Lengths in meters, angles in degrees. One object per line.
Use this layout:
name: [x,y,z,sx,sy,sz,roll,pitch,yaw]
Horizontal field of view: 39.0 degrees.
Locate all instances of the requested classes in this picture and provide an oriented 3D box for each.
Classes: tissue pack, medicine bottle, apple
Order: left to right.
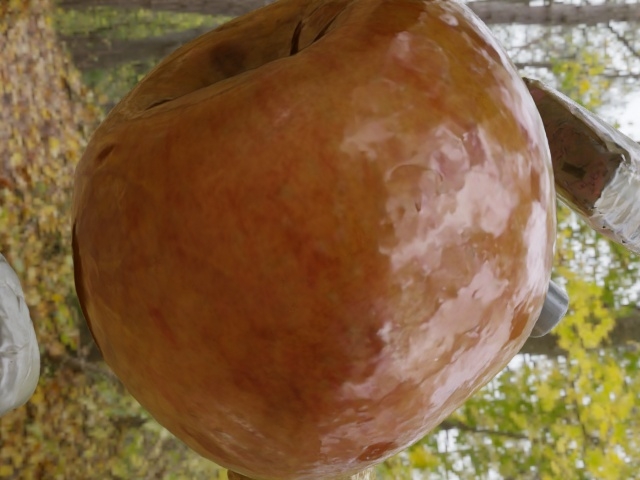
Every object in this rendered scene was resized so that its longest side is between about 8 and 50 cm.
apple: [0.000,0.000,0.560,0.275,0.299,0.299,62,1,-19]
medicine bottle: [0.270,0.066,1.244,0.080,0.130,0.080,-49,-170,12]
tissue pack: [0.365,-0.096,1.208,0.257,0.123,0.215,26,19,-48]

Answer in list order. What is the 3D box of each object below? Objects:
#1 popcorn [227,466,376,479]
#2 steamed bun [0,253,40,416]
popcorn: [-0.027,0.267,1.127,0.191,0.190,0.253,68,29,-57]
steamed bun: [-0.510,0.063,1.064,0.247,0.384,0.236,131,-26,-79]
